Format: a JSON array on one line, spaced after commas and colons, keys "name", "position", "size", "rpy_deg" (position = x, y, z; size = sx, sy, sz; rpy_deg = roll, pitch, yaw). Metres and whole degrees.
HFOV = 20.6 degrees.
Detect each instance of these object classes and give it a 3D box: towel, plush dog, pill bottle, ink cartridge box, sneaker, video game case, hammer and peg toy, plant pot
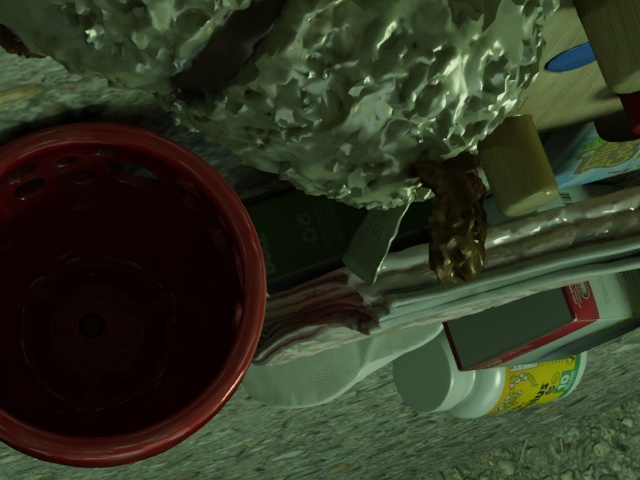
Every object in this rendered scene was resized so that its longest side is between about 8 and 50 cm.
[{"name": "towel", "position": [0.129, 0.016, 1.180], "size": [0.332, 0.053, 0.317], "rpy_deg": [-14, 177, -16]}, {"name": "plush dog", "position": [-0.031, -0.102, 0.684], "size": [0.225, 0.210, 0.262], "rpy_deg": [19, 147, -24]}, {"name": "pill bottle", "position": [0.181, 0.129, 1.902], "size": [0.208, 0.117, 0.117], "rpy_deg": [-5, 160, -43]}, {"name": "ink cartridge box", "position": [0.000, 0.000, 1.293], "size": [0.209, 0.062, 0.109], "rpy_deg": [-19, 167, 2]}, {"name": "sneaker", "position": [0.028, 0.105, 1.715], "size": [0.212, 0.080, 0.094], "rpy_deg": [-21, 177, 5]}, {"name": "ink cartridge box", "position": [0.195, 0.031, 1.526], "size": [0.127, 0.128, 0.176], "rpy_deg": [-29, 163, 35]}, {"name": "video game case", "position": [0.267, -0.097, 1.356], "size": [0.193, 0.023, 0.212], "rpy_deg": [-15, 165, -15]}, {"name": "hammer and peg toy", "position": [0.185, -0.104, 1.008], "size": [0.266, 0.127, 0.361], "rpy_deg": [-15, 165, -17]}, {"name": "plant pot", "position": [-0.132, 0.044, 1.034], "size": [0.191, 0.191, 0.174], "rpy_deg": [-16, 168, -10]}]
